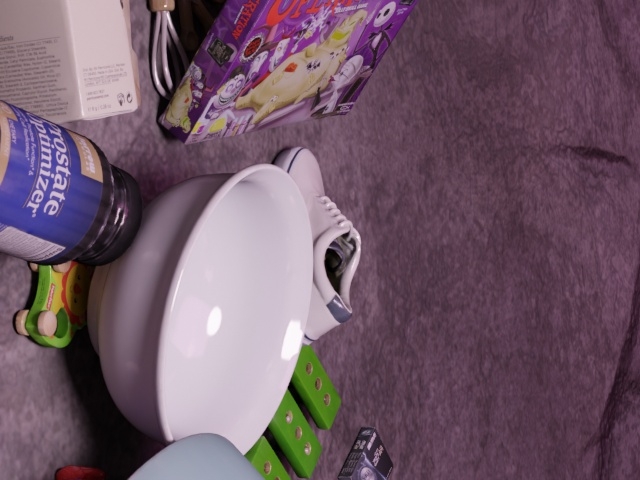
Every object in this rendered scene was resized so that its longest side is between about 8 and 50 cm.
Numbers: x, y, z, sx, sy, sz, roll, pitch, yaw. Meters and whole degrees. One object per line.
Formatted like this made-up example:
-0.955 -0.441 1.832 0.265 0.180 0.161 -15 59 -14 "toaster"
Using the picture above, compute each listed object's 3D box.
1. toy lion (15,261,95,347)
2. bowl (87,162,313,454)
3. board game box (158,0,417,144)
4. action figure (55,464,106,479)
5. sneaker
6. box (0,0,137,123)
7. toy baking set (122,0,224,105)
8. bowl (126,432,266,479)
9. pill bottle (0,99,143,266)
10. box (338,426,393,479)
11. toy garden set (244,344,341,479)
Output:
-0.238 0.055 1.807 0.096 0.034 0.100 48 47 -57 "toy lion"
-0.130 0.062 1.853 0.298 0.134 0.298 -42 139 -54 "bowl"
-0.017 -0.211 2.070 0.347 0.056 0.208 -17 140 -59 "board game box"
-0.282 0.255 1.667 0.280 0.139 0.092 -5 88 -82 "action figure"
0.000 0.000 2.109 0.094 0.091 0.258 49 30 -47 "sneaker"
-0.248 -0.242 1.742 0.094 0.113 0.275 -17 103 -59 "box"
-0.153 -0.256 1.981 0.256 0.030 0.197 -56 133 -46 "toy baking set"
-0.101 0.347 1.760 0.311 0.163 0.312 -42 146 -38 "bowl"
-0.257 -0.047 1.679 0.219 0.122 0.123 23 67 -52 "pill bottle"
0.054 0.271 2.284 0.083 0.018 0.067 -60 136 -43 "box"
-0.074 0.198 2.053 0.204 0.049 0.244 62 39 -38 "toy garden set"
